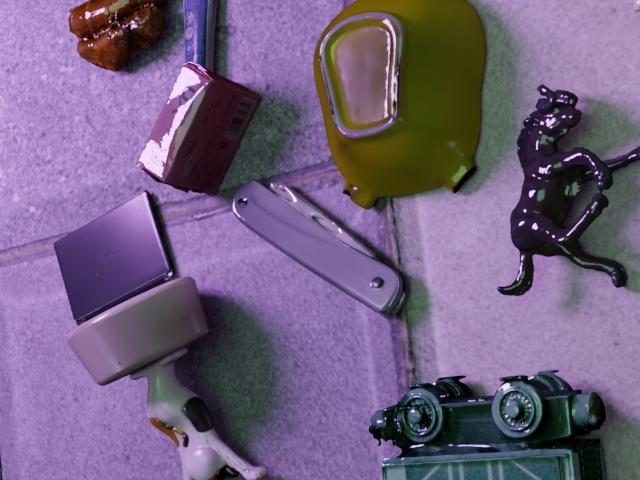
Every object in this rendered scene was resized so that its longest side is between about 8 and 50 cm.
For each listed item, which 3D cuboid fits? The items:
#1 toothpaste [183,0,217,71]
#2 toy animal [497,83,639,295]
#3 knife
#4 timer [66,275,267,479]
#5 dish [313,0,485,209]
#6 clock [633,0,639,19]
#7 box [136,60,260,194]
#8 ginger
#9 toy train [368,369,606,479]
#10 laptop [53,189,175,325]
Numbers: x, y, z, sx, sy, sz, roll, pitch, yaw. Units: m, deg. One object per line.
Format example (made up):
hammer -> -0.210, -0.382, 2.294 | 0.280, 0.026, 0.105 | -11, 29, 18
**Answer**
toothpaste -> -0.158, -0.258, 1.693 | 0.057, 0.035, 0.197 | -5, 79, 25
toy animal -> 0.262, -0.047, 1.398 | 0.148, 0.084, 0.232 | 12, 92, 44
knife -> -0.001, 0.003, 1.565 | 0.266, 0.040, 0.073 | 35, 92, 30
timer -> -0.181, 0.198, 1.611 | 0.175, 0.175, 0.266 | -27, 88, 26
dish -> 0.073, -0.177, 1.500 | 0.221, 0.108, 0.262 | -8, 80, 32
clock -> 0.494, -0.299, 1.256 | 0.379, 0.120, 0.276 | -7, 77, 36
box -> -0.154, -0.138, 1.633 | 0.060, 0.111, 0.156 | 32, 100, 31
ginger -> -0.272, -0.287, 1.742 | 0.162, 0.073, 0.103 | -19, 76, 28
toy train -> 0.183, 0.222, 1.391 | 0.269, 0.115, 0.154 | -9, 88, 30
laptop -> -0.281, 0.025, 1.749 | 0.180, 0.016, 0.129 | -27, 72, 26
